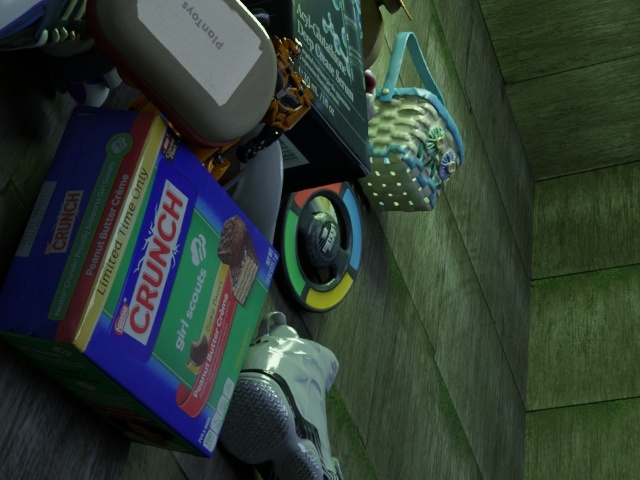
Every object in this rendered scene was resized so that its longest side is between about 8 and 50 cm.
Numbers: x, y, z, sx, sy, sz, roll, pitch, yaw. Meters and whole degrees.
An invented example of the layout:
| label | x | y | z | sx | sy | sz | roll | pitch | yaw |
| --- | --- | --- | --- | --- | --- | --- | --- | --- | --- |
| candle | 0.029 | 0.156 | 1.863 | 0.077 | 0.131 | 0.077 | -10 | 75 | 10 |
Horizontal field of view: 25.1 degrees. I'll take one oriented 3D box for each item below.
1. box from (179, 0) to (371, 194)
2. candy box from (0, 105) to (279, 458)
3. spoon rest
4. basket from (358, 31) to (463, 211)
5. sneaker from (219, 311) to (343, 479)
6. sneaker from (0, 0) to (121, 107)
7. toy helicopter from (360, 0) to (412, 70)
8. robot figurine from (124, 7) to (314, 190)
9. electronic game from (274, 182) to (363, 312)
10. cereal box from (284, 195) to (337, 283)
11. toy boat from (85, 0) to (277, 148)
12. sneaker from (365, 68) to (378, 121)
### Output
| label | x | y | z | sx | sy | sz | roll | pitch | yaw |
| --- | --- | --- | --- | --- | --- | --- | --- | --- | --- |
| box | -0.082 | -0.300 | 2.011 | 0.293 | 0.212 | 0.395 | 44 | 39 | -59 |
| candy box | -0.189 | 0.050 | 1.554 | 0.317 | 0.122 | 0.268 | 50 | 51 | -52 |
| spoon rest | -0.103 | -0.014 | 1.846 | 0.084 | 0.137 | 0.276 | 12 | 91 | -36 |
| basket | 0.164 | -0.210 | 2.701 | 0.254 | 0.201 | 0.288 | 54 | 41 | -50 |
| sneaker | -0.023 | 0.275 | 1.980 | 0.210 | 0.137 | 0.365 | -70 | 142 | -52 |
| sneaker | -0.277 | -0.217 | 1.523 | 0.322 | 0.130 | 0.236 | -62 | 149 | -48 |
| toy helicopter | 0.038 | -0.429 | 2.399 | 0.140 | 0.235 | 0.355 | 46 | 37 | -58 |
| robot figurine | -0.130 | -0.137 | 1.701 | 0.085 | 0.291 | 0.211 | 46 | -6 | 40 |
| electronic game | 0.000 | 0.000 | 2.257 | 0.229 | 0.048 | 0.229 | -5 | 96 | -55 |
| cereal box | -0.003 | -0.071 | 2.374 | 0.173 | 0.047 | 0.240 | -76 | 150 | -50 |
| toy boat | -0.160 | -0.197 | 1.511 | 0.231 | 0.151 | 0.151 | 47 | 56 | -22 |
| sneaker | 0.040 | -0.273 | 2.481 | 0.103 | 0.111 | 0.252 | 55 | 16 | -51 |
